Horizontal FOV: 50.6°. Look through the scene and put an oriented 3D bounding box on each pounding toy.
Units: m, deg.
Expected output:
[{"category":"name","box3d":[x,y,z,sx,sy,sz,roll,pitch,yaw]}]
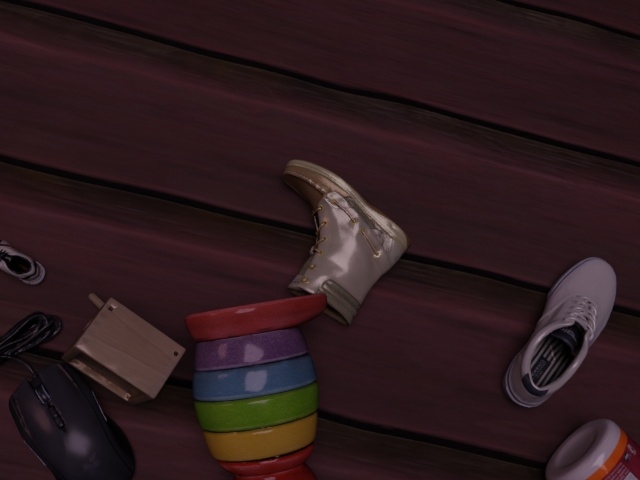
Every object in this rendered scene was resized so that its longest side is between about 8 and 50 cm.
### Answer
[{"category":"pounding toy","box3d":[-0.252,0.128,0.851,0.130,0.141,0.100,38,60,-13]}]

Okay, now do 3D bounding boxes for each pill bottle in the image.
[{"category":"pill bottle","box3d":[0.413,0.351,0.878,0.221,0.121,0.121,45,72,6]}]

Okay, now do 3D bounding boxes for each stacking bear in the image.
[{"category":"stacking bear","box3d":[-0.070,0.222,0.830,0.175,0.164,0.289,-11,85,22]}]

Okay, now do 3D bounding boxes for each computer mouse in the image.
[{"category":"computer mouse","box3d":[-0.361,0.229,0.834,0.184,0.060,0.262,-30,79,-17]}]

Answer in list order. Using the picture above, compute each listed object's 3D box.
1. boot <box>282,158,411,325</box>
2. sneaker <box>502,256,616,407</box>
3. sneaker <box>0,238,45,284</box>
[{"category":"boot","box3d":[0.000,0.000,0.952,0.213,0.077,0.165,38,73,1]},{"category":"sneaker","box3d":[0.356,0.126,0.955,0.094,0.091,0.258,35,71,3]},{"category":"sneaker","box3d":[-0.420,0.021,0.900,0.109,0.044,0.040,24,73,1]}]
